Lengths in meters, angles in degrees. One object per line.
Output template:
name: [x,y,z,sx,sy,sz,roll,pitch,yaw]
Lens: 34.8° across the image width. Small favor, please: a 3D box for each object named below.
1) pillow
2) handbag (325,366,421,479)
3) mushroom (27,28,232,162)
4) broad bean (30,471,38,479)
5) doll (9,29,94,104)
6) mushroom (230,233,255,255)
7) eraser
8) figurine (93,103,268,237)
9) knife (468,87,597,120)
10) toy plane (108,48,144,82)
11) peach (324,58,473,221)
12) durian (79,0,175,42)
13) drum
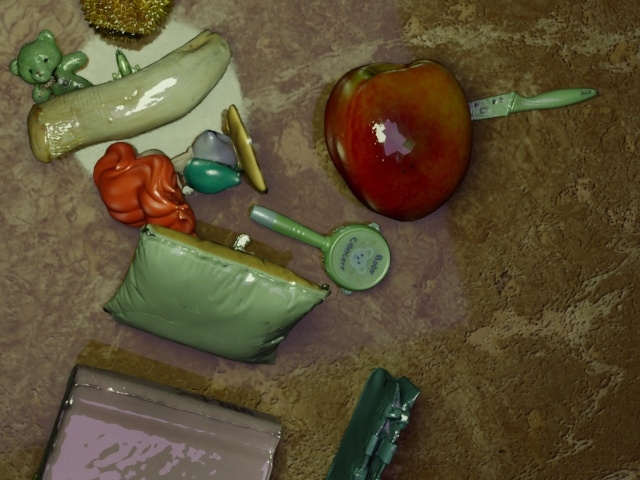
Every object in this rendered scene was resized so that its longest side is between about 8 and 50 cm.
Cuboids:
pillow: [-0.175,0.096,1.630,0.310,0.312,0.119,18,56,-12]
handbag: [0.091,0.337,1.731,0.062,0.179,0.229,23,90,-10]
mushroom: [-0.299,-0.228,1.615,0.351,0.095,0.123,-25,64,-7]
broad bean: [-0.496,0.491,1.723,0.052,0.052,0.256,20,92,-47]
doll: [-0.424,-0.261,1.653,0.115,0.077,0.150,-44,111,8]
mushroom: [-0.138,0.038,1.747,0.049,0.019,0.101,6,95,-10]
eraser: [-0.274,0.379,1.688,0.359,0.122,0.272,18,89,-15]
figurine: [-0.226,-0.097,1.633,0.257,0.181,0.208,-23,78,-6]
knife: [0.345,-0.242,1.791,0.293,0.020,0.043,-11,100,-5]
toy plane: [-0.314,-0.261,1.681,0.102,0.040,0.111,-21,97,-8]
peach: [0.128,-0.155,1.689,0.248,0.245,0.275,-7,110,22]
durian: [-0.308,-0.396,1.625,0.158,0.137,0.168,-9,88,13]
drum: [-0.004,0.021,1.750,0.253,0.049,0.130,8,94,-9]
